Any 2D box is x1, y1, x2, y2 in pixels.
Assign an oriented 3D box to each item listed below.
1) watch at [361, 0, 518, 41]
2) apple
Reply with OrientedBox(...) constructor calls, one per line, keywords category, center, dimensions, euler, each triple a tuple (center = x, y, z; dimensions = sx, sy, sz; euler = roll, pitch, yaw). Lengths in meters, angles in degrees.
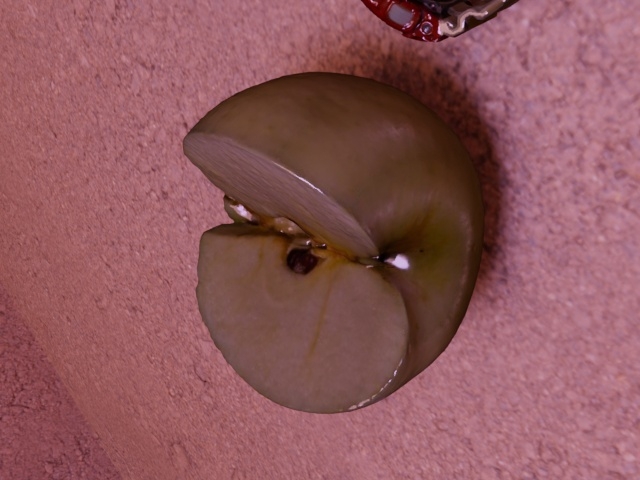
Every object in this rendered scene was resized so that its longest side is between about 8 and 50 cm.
OrientedBox(category="watch", center=(0.119, -0.266, 0.492), dimensions=(0.165, 0.102, 0.268), euler=(50, 134, 2))
OrientedBox(category="apple", center=(0.015, -0.012, 0.653), dimensions=(0.257, 0.233, 0.295), euler=(19, 125, 50))
